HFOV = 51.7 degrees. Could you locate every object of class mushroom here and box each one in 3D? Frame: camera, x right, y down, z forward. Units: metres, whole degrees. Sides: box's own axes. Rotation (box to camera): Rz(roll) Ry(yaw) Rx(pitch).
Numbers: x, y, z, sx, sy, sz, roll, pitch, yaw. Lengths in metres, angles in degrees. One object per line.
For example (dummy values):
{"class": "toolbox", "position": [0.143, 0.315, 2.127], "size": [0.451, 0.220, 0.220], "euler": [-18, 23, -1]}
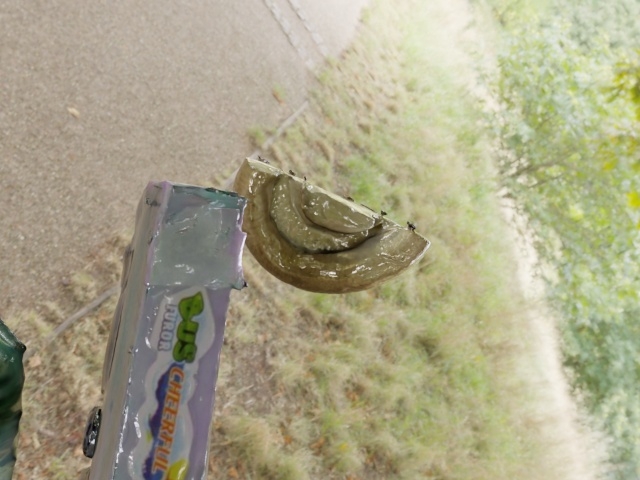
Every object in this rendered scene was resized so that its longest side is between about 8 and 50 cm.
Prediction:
{"class": "mushroom", "position": [0.000, 0.000, 0.925], "size": [0.285, 0.151, 0.156], "euler": [24, 6, -4]}

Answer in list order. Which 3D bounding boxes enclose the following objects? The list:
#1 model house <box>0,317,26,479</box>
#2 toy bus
{"class": "model house", "position": [-0.467, 0.160, 0.451], "size": [0.360, 0.297, 0.339], "euler": [26, 25, 17]}
{"class": "toy bus", "position": [-0.130, 0.100, 0.561], "size": [0.112, 0.138, 0.317], "euler": [10, 78, -19]}
